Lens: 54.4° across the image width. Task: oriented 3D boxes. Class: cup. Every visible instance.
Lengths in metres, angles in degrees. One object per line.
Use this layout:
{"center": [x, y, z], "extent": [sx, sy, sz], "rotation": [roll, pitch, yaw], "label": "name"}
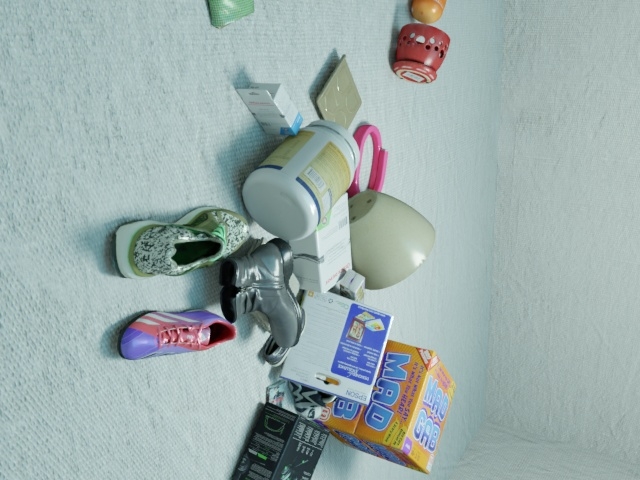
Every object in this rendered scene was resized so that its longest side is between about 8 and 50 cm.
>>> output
{"center": [0.188, -0.032, 2.115], "extent": [0.237, 0.331, 0.331], "rotation": [49, 54, -29], "label": "cup"}

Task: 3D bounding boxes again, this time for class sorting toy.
{"center": [0.038, -0.412, 1.998], "extent": [0.307, 0.041, 0.229], "rotation": [-62, 149, -27], "label": "sorting toy"}

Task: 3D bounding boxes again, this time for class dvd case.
{"center": [-0.142, 0.507, 1.967], "extent": [0.087, 0.013, 0.119], "rotation": [-9, 105, -58], "label": "dvd case"}

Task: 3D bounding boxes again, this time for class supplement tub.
{"center": [-0.044, -0.175, 1.736], "extent": [0.316, 0.228, 0.228], "rotation": [-52, 139, -38], "label": "supplement tub"}

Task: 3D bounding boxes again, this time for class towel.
{"center": [-0.157, 0.133, 1.811], "extent": [0.187, 0.049, 0.282], "rotation": [-61, 145, -26], "label": "towel"}

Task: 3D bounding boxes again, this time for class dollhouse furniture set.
{"center": [-0.143, -0.661, 1.519], "extent": [0.301, 0.151, 0.197], "rotation": [-49, 137, -41], "label": "dollhouse furniture set"}

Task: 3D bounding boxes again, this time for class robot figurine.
{"center": [0.421, -0.931, 2.396], "extent": [0.128, 0.158, 0.219], "rotation": [21, 77, -17], "label": "robot figurine"}

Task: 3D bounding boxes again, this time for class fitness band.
{"center": [0.169, -0.267, 2.230], "extent": [0.209, 0.054, 0.290], "rotation": [7, 91, -59], "label": "fitness band"}

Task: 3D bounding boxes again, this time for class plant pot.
{"center": [0.370, -0.688, 2.318], "extent": [0.191, 0.191, 0.174], "rotation": [22, 82, -58], "label": "plant pot"}

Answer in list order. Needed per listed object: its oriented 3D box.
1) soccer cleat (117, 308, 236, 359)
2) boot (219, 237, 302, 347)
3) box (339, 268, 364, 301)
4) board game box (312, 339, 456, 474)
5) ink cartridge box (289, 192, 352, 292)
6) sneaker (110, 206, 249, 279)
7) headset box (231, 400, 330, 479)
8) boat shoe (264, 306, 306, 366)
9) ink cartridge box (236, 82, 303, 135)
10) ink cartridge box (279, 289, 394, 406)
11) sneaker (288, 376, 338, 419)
{"center": [-0.333, 0.222, 1.477], "extent": [0.318, 0.116, 0.108], "rotation": [0, 98, -59], "label": "soccer cleat"}
{"center": [-0.171, 0.173, 1.672], "extent": [0.223, 0.118, 0.338], "rotation": [-29, 117, -44], "label": "boot"}
{"center": [0.109, 0.185, 2.122], "extent": [0.067, 0.063, 0.324], "rotation": [-54, 165, -17], "label": "box"}
{"center": [0.244, 0.591, 2.290], "extent": [0.356, 0.356, 0.356], "rotation": [53, 54, -50], "label": "board game box"}
{"center": [0.000, 0.000, 1.964], "extent": [0.198, 0.115, 0.272], "rotation": [-34, 127, -50], "label": "ink cartridge box"}
{"center": [-0.276, 0.018, 1.453], "extent": [0.410, 0.182, 0.158], "rotation": [-20, 115, -56], "label": "sneaker"}
{"center": [-0.120, 0.674, 1.919], "extent": [0.246, 0.131, 0.283], "rotation": [46, 62, -54], "label": "headset box"}
{"center": [-0.108, 0.284, 1.905], "extent": [0.206, 0.075, 0.065], "rotation": [-60, 147, -22], "label": "boat shoe"}
{"center": [-0.132, -0.362, 1.662], "extent": [0.180, 0.104, 0.060], "rotation": [54, 53, -50], "label": "ink cartridge box"}
{"center": [0.050, 0.334, 1.995], "extent": [0.072, 0.304, 0.307], "rotation": [147, -37, -76], "label": "ink cartridge box"}
{"center": [-0.002, 0.529, 2.067], "extent": [0.094, 0.153, 0.235], "rotation": [-49, 137, -40], "label": "sneaker"}
